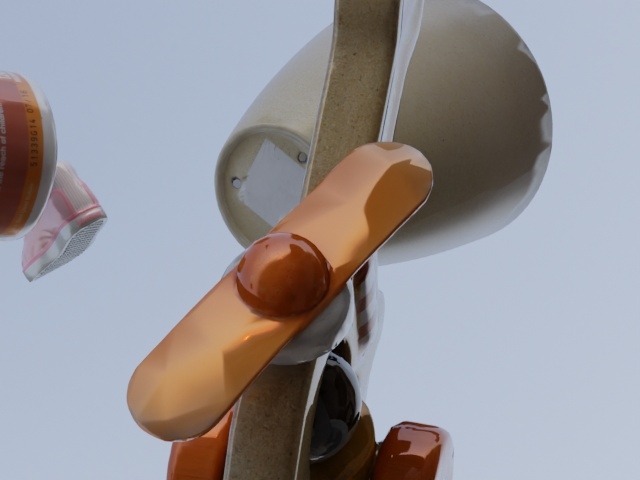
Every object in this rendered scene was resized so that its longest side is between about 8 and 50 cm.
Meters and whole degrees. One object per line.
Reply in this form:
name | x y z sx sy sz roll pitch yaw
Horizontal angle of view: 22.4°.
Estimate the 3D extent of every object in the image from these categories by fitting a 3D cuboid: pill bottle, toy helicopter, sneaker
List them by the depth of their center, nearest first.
toy helicopter | 0.000 0.000 0.807 0.235 0.140 0.355 42 -123 -73
pill bottle | -0.297 -0.063 1.087 0.216 0.121 0.121 3 -68 -36
sneaker | -0.209 -0.019 1.241 0.051 0.134 0.070 -31 -95 -32

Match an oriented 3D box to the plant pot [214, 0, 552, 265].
plant pot | 0.033 -0.079 1.443 0.274 0.256 0.256 -29 -48 -52
